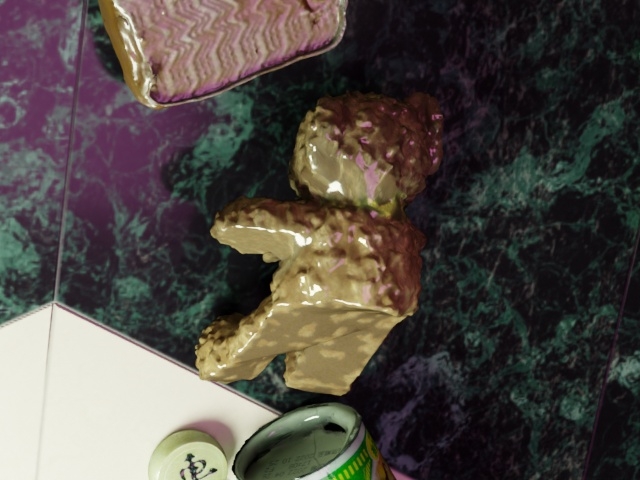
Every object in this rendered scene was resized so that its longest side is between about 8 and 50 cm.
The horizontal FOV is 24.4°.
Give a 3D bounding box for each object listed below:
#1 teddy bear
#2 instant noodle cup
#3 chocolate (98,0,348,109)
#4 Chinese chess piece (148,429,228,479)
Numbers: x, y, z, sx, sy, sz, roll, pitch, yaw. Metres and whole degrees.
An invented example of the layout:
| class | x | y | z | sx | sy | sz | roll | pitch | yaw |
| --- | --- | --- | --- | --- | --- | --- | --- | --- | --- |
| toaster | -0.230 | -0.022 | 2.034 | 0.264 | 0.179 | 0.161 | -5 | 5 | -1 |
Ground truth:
| class | x | y | z | sx | sy | sz | roll | pitch | yaw |
| --- | --- | --- | --- | --- | --- | --- | --- | --- | --- |
| teddy bear | -0.006 | 0.003 | 1.451 | 0.246 | 0.222 | 0.296 | 8 | 149 | -33 |
| instant noodle cup | 0.015 | 0.306 | 1.543 | 0.207 | 0.207 | 0.232 | -28 | 112 | -13 |
| chocolate | -0.090 | -0.221 | 1.346 | 0.214 | 0.093 | 0.148 | -23 | 118 | -14 |
| Chinese chess piece | -0.137 | 0.237 | 1.532 | 0.084 | 0.034 | 0.084 | -8 | 111 | -22 |
